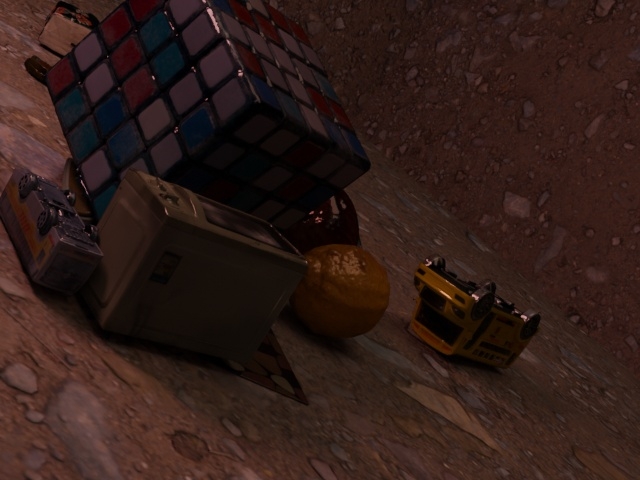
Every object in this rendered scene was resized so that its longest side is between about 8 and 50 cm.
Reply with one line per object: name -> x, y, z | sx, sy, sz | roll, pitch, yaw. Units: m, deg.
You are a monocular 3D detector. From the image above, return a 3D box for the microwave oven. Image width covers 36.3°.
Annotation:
microwave oven -> -0.147, 0.030, 1.088 | 0.205, 0.163, 0.129 | 23, 16, -42

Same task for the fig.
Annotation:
fig -> -0.003, -0.007, 1.687 | 0.175, 0.175, 0.207 | 43, 0, 32

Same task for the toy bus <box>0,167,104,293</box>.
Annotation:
toy bus -> -0.299, -0.015, 1.064 | 0.064, 0.075, 0.190 | 27, 13, -40

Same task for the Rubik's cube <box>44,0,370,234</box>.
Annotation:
Rubik's cube -> -0.155, -0.164, 1.351 | 0.293, 0.287, 0.291 | 22, 38, -54

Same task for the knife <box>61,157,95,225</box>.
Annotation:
knife -> -0.334, -0.089, 1.370 | 0.061, 0.027, 0.343 | 38, 13, -23

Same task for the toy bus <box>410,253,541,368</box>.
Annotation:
toy bus -> 0.281, 0.144, 1.846 | 0.144, 0.152, 0.330 | 37, 9, 37

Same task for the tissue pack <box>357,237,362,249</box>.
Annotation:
tissue pack -> 0.031, 0.025, 1.824 | 0.085, 0.079, 0.111 | 2, 16, -3

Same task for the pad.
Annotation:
pad -> -0.108, 0.117, 1.246 | 0.158, 0.003, 0.235 | 28, 14, -28

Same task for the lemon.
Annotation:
lemon -> 0.025, 0.074, 1.445 | 0.187, 0.142, 0.142 | 19, 20, -44

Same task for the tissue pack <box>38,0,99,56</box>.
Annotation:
tissue pack -> -0.526, -0.441, 2.053 | 0.103, 0.090, 0.170 | 28, 13, -21

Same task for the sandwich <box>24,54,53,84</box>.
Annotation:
sandwich -> -0.497, -0.306, 1.765 | 0.069, 0.026, 0.101 | 26, 15, -34
